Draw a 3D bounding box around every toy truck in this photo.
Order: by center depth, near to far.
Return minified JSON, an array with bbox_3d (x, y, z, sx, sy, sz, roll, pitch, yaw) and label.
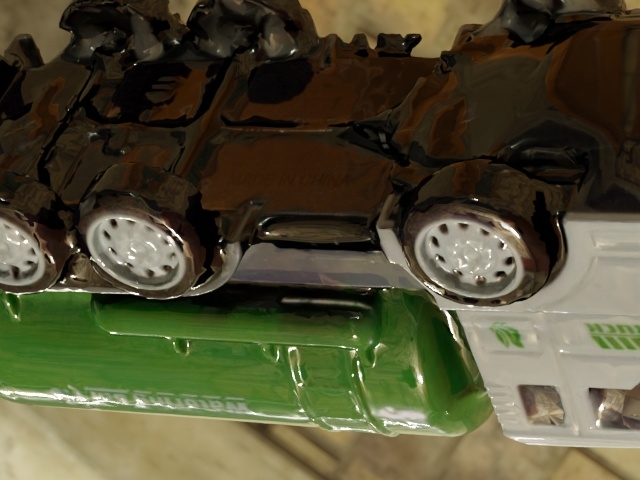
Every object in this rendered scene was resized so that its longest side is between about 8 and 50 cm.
[{"bbox_3d":[0.000,0.000,0.538,0.101,0.243,0.125,-65,146,-42],"label":"toy truck"}]
